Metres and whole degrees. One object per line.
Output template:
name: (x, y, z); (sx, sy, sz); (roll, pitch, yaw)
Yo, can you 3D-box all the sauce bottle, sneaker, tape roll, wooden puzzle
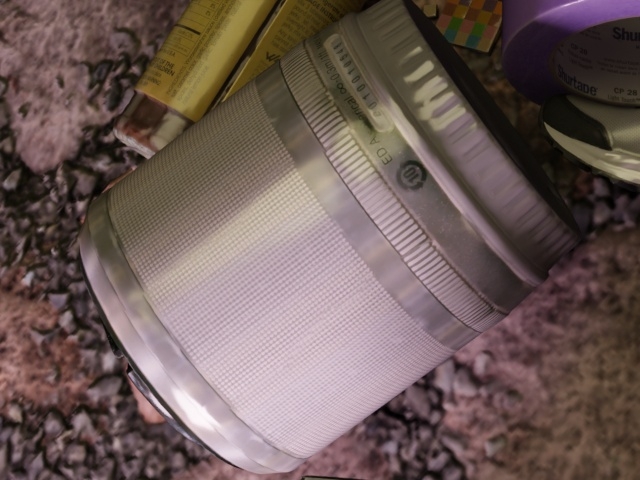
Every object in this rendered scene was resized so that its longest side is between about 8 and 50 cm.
sauce bottle: (-0.016, -0.192, 1.423); (0.111, 0.111, 0.344); (31, 85, 34)
sneaker: (0.267, -0.066, 1.210); (0.271, 0.100, 0.108); (10, 95, 25)
tape roll: (0.208, -0.146, 1.233); (0.189, 0.189, 0.080); (-7, 67, 26)
wooden puzzle: (0.110, -0.160, 1.401); (0.083, 0.006, 0.049); (19, 80, 33)

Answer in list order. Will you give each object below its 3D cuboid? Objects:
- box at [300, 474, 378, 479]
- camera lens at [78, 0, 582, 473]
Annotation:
box: (0.106, 0.184, 1.153); (0.190, 0.184, 0.045); (1, 68, 28)
camera lens: (0.000, 0.000, 1.264); (0.274, 0.219, 0.219); (-37, 57, 11)
